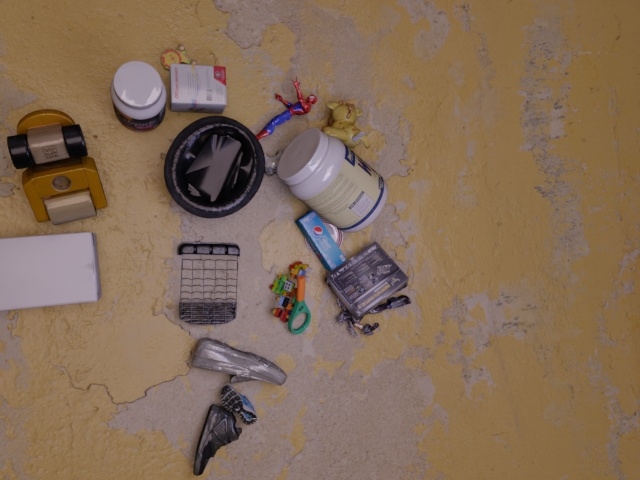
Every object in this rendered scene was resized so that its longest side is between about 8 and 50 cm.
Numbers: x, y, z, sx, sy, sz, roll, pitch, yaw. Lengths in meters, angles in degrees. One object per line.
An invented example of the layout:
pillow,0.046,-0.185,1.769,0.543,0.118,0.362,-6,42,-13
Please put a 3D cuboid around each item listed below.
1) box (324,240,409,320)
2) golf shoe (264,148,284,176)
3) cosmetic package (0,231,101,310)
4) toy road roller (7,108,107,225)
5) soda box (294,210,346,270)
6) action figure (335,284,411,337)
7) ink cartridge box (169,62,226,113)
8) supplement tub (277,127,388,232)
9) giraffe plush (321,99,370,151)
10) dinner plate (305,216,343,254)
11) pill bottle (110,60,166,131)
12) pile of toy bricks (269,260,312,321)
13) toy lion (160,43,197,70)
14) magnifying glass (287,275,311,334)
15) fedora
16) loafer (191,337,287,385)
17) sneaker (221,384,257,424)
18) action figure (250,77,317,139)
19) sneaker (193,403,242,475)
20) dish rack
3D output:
box,0.160,0.136,1.938,0.231,0.056,0.183,-35,72,-19
golf shoe,-0.115,-0.281,1.940,0.176,0.069,0.086,-14,86,-18
cosmetic package,-0.861,0.093,1.658,0.385,0.156,0.217,-3,90,-18
toy road roller,-0.789,-0.235,1.692,0.203,0.240,0.329,-15,130,-17
soda box,0.000,0.000,1.944,0.067,0.071,0.210,-34,98,-15
action figure,0.178,0.231,1.997,0.285,0.099,0.185,-22,100,-13
ink cartridge box,-0.401,-0.490,1.824,0.176,0.127,0.128,-1,89,-17
supplement tub,0.040,-0.197,1.853,0.325,0.235,0.235,36,78,-33
giraffe plush,0.070,-0.397,1.955,0.181,0.210,0.170,26,53,-45
dinner plate,0.011,-0.013,1.993,0.141,0.017,0.141,1,88,-18
pill bottle,-0.549,-0.433,1.700,0.162,0.278,0.162,1,88,-16
pile of toy bricks,-0.123,0.167,1.916,0.105,0.118,0.212,22,93,24
toy lion,-0.473,-0.594,1.859,0.096,0.034,0.100,-41,100,-7
magnifying glass,-0.068,0.221,1.897,0.092,0.026,0.231,-22,127,-36
fedora,-0.345,-0.230,1.821,0.334,0.152,0.334,0,88,-17
loafer,-0.268,0.422,1.855,0.320,0.112,0.111,22,87,-7
sneaker,-0.274,0.540,1.864,0.063,0.073,0.162,-34,110,2
action figure,-0.142,-0.455,1.917,0.280,0.091,0.139,-31,109,-15
sneaker,-0.334,0.664,1.834,0.130,0.087,0.227,21,77,-9
dish rack,-0.368,0.142,1.849,0.208,0.074,0.271,2,90,-15
